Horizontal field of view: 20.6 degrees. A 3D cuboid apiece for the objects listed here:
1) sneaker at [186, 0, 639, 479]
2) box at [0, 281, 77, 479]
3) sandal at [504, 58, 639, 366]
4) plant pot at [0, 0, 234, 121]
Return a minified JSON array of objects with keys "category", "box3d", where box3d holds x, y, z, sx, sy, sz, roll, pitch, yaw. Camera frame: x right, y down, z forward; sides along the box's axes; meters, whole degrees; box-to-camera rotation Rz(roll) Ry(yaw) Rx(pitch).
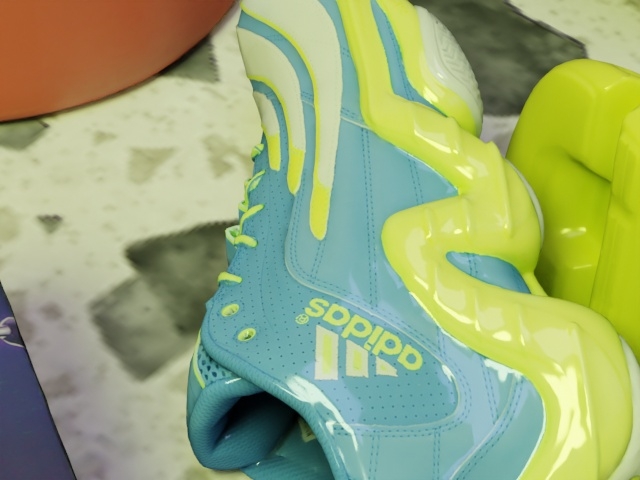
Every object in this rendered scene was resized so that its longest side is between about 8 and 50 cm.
[{"category":"sneaker","box3d":[0.000,0.000,0.559,0.126,0.091,0.240,-17,51,-22]},{"category":"box","box3d":[-0.196,0.092,0.438,0.261,0.103,0.184,-13,47,-19]},{"category":"sandal","box3d":[0.180,0.034,0.506,0.138,0.126,0.317,-4,33,-24]},{"category":"plant pot","box3d":[-0.145,-0.220,0.647,0.274,0.243,0.275,4,46,-4]}]
